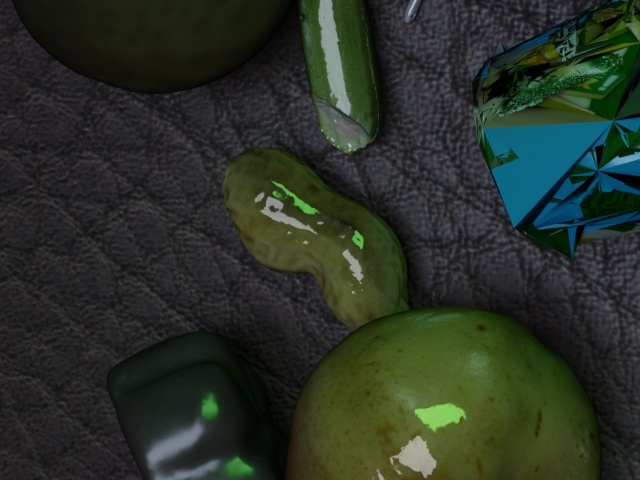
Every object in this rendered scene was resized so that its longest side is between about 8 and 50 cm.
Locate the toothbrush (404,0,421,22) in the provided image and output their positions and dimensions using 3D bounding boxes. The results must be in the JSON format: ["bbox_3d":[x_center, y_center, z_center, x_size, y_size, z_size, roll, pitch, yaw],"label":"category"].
[{"bbox_3d":[0.110,-0.281,1.858,0.017,0.014,0.162,30,104,31],"label":"toothbrush"}]

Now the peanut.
[{"bbox_3d":[0.000,0.000,1.874,0.229,0.098,0.103,38,146,11],"label":"peanut"}]

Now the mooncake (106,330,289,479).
[{"bbox_3d":[-0.105,0.202,1.856,0.133,0.245,0.245,-26,87,5],"label":"mooncake"}]

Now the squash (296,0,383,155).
[{"bbox_3d":[0.014,-0.199,1.865,0.069,0.069,0.239,-9,92,17],"label":"squash"}]

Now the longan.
[{"bbox_3d":[-0.152,-0.285,1.816,0.300,0.243,0.300,2,114,5],"label":"longan"}]

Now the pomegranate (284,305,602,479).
[{"bbox_3d":[0.108,0.213,1.745,0.319,0.319,0.319,2,95,17],"label":"pomegranate"}]

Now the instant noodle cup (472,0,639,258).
[{"bbox_3d":[0.253,-0.103,1.733,0.178,0.240,0.240,-21,89,25],"label":"instant noodle cup"}]
